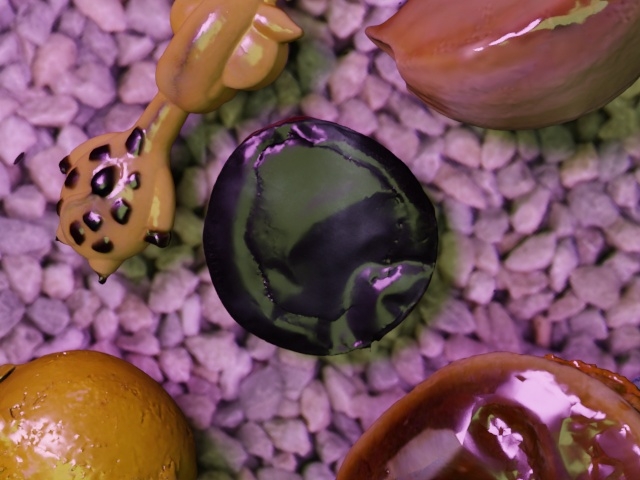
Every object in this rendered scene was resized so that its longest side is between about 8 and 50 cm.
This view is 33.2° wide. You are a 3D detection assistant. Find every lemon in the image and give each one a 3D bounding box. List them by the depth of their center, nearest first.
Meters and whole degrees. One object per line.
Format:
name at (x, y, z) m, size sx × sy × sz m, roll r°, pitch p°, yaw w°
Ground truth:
lemon at (-0.185, 0.179, 0.859) m, size 0.206 × 0.173 × 0.173 m, roll 34°, pitch 102°, yaw -24°

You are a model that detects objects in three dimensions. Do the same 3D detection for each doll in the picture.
doll at (-0.118, -0.098, 0.844) m, size 0.117 × 0.086 × 0.291 m, roll 37°, pitch 104°, yaw 9°

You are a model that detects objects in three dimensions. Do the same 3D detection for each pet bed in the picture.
pet bed at (0.000, 0.000, 0.869) m, size 0.201 × 0.053 × 0.201 m, roll 1°, pitch 100°, yaw 5°

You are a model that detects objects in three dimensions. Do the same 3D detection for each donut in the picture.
donut at (0.156, 0.249, 0.817) m, size 0.330 × 0.160 × 0.330 m, roll -3°, pitch 83°, yaw 28°

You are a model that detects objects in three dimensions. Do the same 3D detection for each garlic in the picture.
garlic at (0.189, -0.228, 0.772) m, size 0.196 × 0.151 × 0.338 m, roll 36°, pitch 100°, yaw 10°

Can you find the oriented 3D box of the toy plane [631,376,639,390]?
toy plane at (0.349, 0.136, 0.852) m, size 0.246 × 0.078 × 0.169 m, roll -42°, pitch 94°, yaw 11°
